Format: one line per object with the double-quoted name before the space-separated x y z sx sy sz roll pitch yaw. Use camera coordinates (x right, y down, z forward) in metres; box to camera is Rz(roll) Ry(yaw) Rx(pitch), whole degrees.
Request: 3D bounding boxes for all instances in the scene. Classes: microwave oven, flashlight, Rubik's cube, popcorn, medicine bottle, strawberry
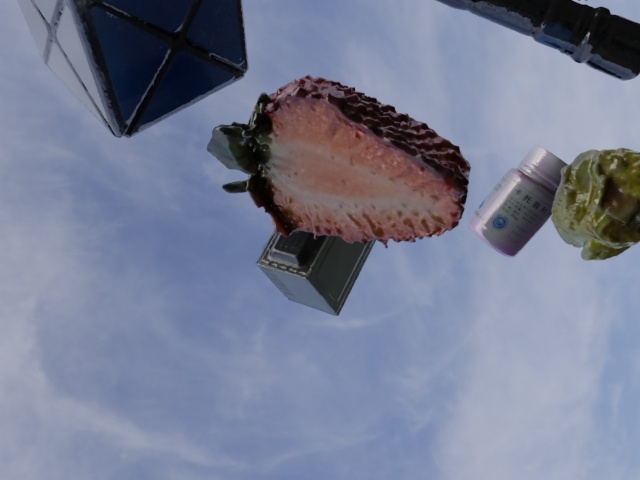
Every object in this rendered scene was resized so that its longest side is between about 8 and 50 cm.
"microwave oven" 0.000 0.000 0.949 0.205 0.129 0.163 -61 -37 -21
"flashlight" 0.400 -0.417 1.008 0.424 0.103 0.103 23 -105 3
"Rubik's cube" -0.284 -0.357 0.810 0.259 0.255 0.260 -36 -26 -27
"popcorn" 0.305 -0.044 0.575 0.106 0.121 0.116 52 -128 -16
"medicine bottle" 0.489 -0.094 1.317 0.152 0.152 0.254 20 -67 -37
"strawberry" 0.023 -0.088 0.579 0.106 0.286 0.188 -55 -28 -41
